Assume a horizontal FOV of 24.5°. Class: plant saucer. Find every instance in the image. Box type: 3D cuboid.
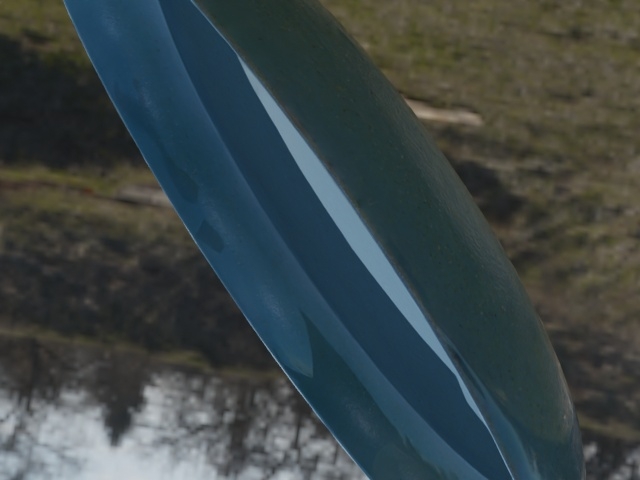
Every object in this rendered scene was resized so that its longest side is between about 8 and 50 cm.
[{"bbox_3d":[0.000,0.000,0.550,0.044,0.317,0.317,-35,-171,-12],"label":"plant saucer"}]
